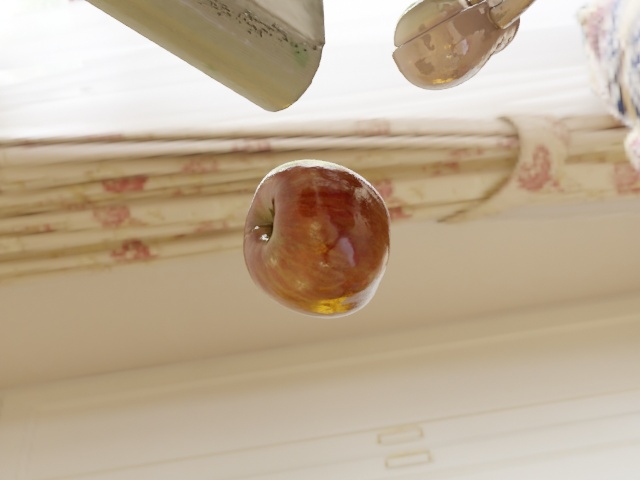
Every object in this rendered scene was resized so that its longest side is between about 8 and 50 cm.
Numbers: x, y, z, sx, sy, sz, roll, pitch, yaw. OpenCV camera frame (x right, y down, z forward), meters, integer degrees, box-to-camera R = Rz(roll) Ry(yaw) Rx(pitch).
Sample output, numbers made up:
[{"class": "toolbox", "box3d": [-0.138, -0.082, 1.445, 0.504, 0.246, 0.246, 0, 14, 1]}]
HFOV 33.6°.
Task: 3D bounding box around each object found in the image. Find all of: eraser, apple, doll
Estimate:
[{"class": "eraser", "box3d": [-0.104, -0.211, 0.769, 0.227, 0.081, 0.174, 29, -134, -38]}, {"class": "apple", "box3d": [0.000, 0.000, 0.997, 0.146, 0.131, 0.146, -47, 33, 46]}, {"class": "doll", "box3d": [0.192, -0.244, 1.002, 0.365, 0.160, 0.094, -30, 97, 47]}]
